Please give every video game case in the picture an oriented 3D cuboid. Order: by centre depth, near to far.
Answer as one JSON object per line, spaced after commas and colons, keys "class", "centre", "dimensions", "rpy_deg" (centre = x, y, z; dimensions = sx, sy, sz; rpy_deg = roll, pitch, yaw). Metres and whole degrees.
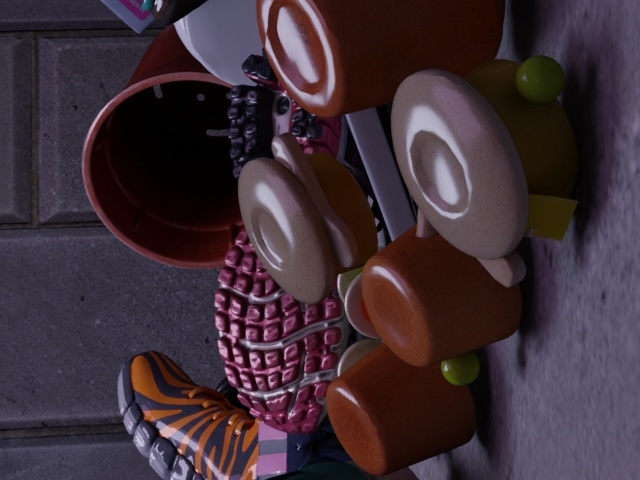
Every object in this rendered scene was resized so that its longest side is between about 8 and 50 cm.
{"class": "video game case", "centre": [0.023, -0.109, 0.980], "dimensions": [0.173, 0.022, 0.190], "rpy_deg": [-101, -9, -53]}

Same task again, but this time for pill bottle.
{"class": "pill bottle", "centre": [-0.074, -0.255, 1.469], "dimensions": [0.283, 0.161, 0.161], "rpy_deg": [-108, 17, -69]}

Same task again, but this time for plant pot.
{"class": "plant pot", "centre": [-0.148, -0.148, 1.856], "dimensions": [0.265, 0.273, 0.272], "rpy_deg": [-88, -1, -58]}

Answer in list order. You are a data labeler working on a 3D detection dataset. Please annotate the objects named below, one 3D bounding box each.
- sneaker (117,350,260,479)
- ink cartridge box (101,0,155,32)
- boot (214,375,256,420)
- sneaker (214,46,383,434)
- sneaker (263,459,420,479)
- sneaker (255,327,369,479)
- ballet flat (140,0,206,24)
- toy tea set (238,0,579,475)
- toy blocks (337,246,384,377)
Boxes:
{"class": "sneaker", "centre": [-0.069, 0.184, 1.426], "dimensions": [0.180, 0.125, 0.321], "rpy_deg": [-53, 54, 16]}
{"class": "ink cartridge box", "centre": [-0.076, -0.341, 1.324], "dimensions": [0.311, 0.065, 0.185], "rpy_deg": [-42, 28, 19]}
{"class": "boot", "centre": [-0.046, 0.324, 1.517], "dimensions": [0.260, 0.131, 0.347], "rpy_deg": [-87, -15, -82]}
{"class": "sneaker", "centre": [0.000, 0.000, 1.119], "dimensions": [0.112, 0.121, 0.299], "rpy_deg": [14, -102, -52]}
{"class": "sneaker", "centre": [0.024, 0.192, 0.781], "dimensions": [0.302, 0.121, 0.108], "rpy_deg": [-165, 71, -73]}
{"class": "sneaker", "centre": [-0.003, 0.141, 1.176], "dimensions": [0.319, 0.112, 0.131], "rpy_deg": [-102, 9, -52]}
{"class": "ballet flat", "centre": [-0.029, -0.242, 0.829], "dimensions": [0.095, 0.096, 0.280], "rpy_deg": [139, 143, -66]}
{"class": "toy tea set", "centre": [0.057, -0.023, 0.745], "dimensions": [0.200, 0.124, 0.336], "rpy_deg": [51, 153, 25]}
{"class": "toy blocks", "centre": [0.046, 0.082, 0.968], "dimensions": [0.148, 0.054, 0.123], "rpy_deg": [-111, 19, -72]}
